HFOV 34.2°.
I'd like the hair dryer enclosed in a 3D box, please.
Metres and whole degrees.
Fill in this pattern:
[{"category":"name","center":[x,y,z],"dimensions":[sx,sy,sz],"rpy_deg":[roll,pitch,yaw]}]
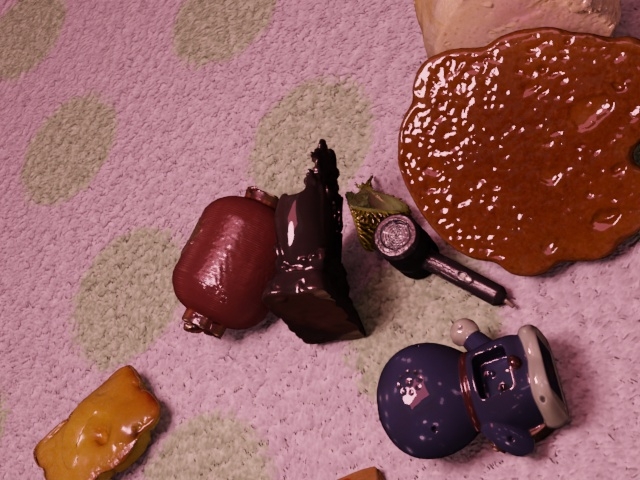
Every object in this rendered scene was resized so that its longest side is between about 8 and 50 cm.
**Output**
[{"category":"hair dryer","center":[0.183,0.042,1.497],"dimensions":[0.219,0.124,0.072],"rpy_deg":[30,87,25]}]

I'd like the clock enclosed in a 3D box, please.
[{"category":"clock","center":[0.191,0.197,1.380],"dimensions":[0.243,0.146,0.200],"rpy_deg":[-18,61,18]}]

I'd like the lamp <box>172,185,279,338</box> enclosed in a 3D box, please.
[{"category":"lamp","center":[-0.139,0.040,1.680],"dimensions":[0.180,0.180,0.258],"rpy_deg":[19,80,40]}]

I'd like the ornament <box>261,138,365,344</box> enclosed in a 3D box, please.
[{"category":"ornament","center":[0.000,0.000,1.552],"dimensions":[0.106,0.251,0.261],"rpy_deg":[-3,64,16]}]

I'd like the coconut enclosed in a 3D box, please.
[{"category":"coconut","center":[0.277,-0.372,1.525],"dimensions":[0.297,0.297,0.255],"rpy_deg":[-17,49,27]}]

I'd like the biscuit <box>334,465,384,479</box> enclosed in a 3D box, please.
[{"category":"biscuit","center":[0.015,0.415,1.431],"dimensions":[0.212,0.041,0.239],"rpy_deg":[15,69,50]}]

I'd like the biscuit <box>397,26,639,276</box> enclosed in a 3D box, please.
[{"category":"biscuit","center":[0.297,-0.132,1.422],"dimensions":[0.381,0.074,0.359],"rpy_deg":[-31,88,19]}]

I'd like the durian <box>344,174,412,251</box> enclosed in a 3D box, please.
[{"category":"durian","center":[0.085,-0.047,1.602],"dimensions":[0.086,0.100,0.215],"rpy_deg":[-36,6,15]}]

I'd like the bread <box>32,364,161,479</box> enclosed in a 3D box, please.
[{"category":"bread","center":[-0.359,0.329,1.730],"dimensions":[0.233,0.088,0.161],"rpy_deg":[-46,54,2]}]
